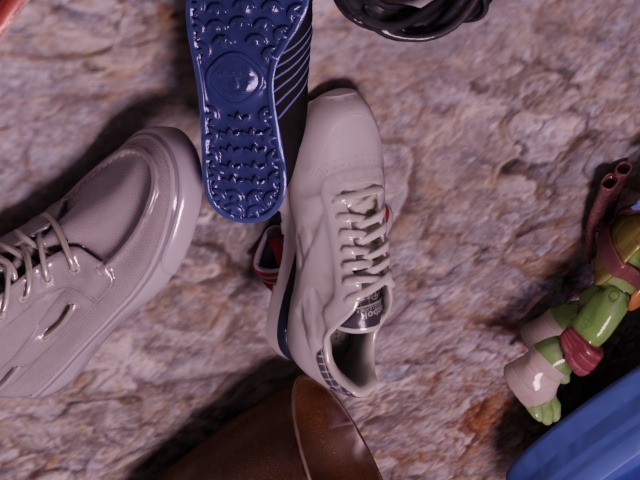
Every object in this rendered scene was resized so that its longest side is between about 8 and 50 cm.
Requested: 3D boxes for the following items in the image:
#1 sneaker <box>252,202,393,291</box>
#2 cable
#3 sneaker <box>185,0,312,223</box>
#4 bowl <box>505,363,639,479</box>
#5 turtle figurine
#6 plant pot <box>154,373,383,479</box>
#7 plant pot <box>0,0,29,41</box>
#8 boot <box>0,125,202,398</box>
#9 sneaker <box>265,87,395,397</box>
[{"bbox_3d":[0.000,0.000,1.360,0.118,0.042,0.067,-35,151,6],"label":"sneaker"},{"bbox_3d":[0.069,-0.205,1.153,0.150,0.047,0.184,-39,142,6],"label":"cable"},{"bbox_3d":[-0.045,-0.131,1.128,0.081,0.090,0.232,6,118,0],"label":"sneaker"},{"bbox_3d":[0.364,0.181,1.794,0.391,0.077,0.391,-29,162,-10],"label":"bowl"},{"bbox_3d":[0.319,0.075,1.572,0.275,0.197,0.266,27,126,-34],"label":"turtle figurine"},{"bbox_3d":[-0.072,0.262,1.518,0.230,0.215,0.215,-25,149,14],"label":"plant pot"},{"bbox_3d":[-0.271,-0.203,0.690,0.272,0.272,0.265,-45,137,17],"label":"plant pot"},{"bbox_3d":[-0.189,0.024,1.178,0.123,0.095,0.258,-3,138,-48],"label":"boot"},{"bbox_3d":[0.021,0.002,1.286,0.090,0.095,0.235,-11,118,-27],"label":"sneaker"}]
